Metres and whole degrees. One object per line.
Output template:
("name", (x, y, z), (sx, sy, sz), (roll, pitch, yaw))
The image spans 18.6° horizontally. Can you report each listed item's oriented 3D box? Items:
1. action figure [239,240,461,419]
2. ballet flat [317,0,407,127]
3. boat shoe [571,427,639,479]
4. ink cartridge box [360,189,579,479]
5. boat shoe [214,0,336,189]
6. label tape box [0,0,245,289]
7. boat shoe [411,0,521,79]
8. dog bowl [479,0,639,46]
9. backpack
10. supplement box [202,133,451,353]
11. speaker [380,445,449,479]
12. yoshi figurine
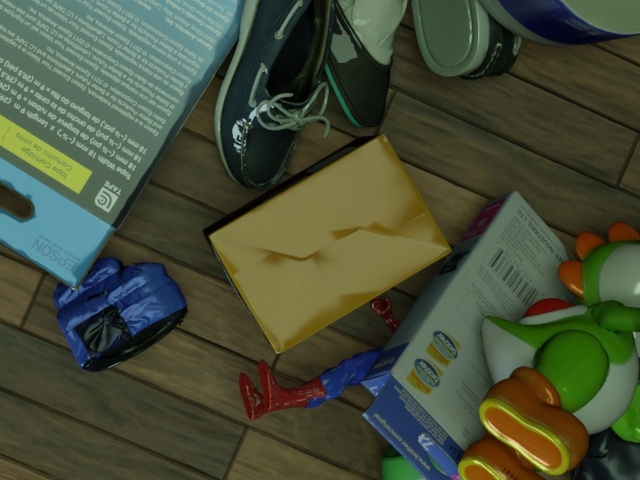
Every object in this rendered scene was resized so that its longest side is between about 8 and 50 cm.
("action figure", (0.056, 0.087, 1.936), (0.280, 0.091, 0.139), (-6, 79, -24))
("ballet flat", (0.021, -0.251, 1.924), (0.096, 0.095, 0.280), (-23, 95, 25))
("boat shoe", (0.319, 0.308, 1.965), (0.158, 0.127, 0.341), (12, 78, 0))
("ink cartridge box", (0.162, 0.121, 1.887), (0.186, 0.065, 0.311), (47, 54, -15))
("boat shoe", (-0.035, -0.151, 1.888), (0.095, 0.079, 0.255), (-9, 127, -38))
("label tape box", (-0.248, -0.156, 1.906), (0.240, 0.106, 0.334), (33, 89, -6))
("boat shoe", (0.141, -0.311, 1.946), (0.091, 0.114, 0.303), (-2, 92, -49))
("dog bowl", (0.256, -0.323, 1.889), (0.265, 0.104, 0.265), (1, 89, -35))
("backpack", (-0.197, 0.065, 1.922), (0.120, 0.098, 0.101), (-27, 90, -3))
("supplement box", (0.000, 0.000, 1.888), (0.191, 0.194, 0.129), (-31, 94, -3))
("speaker", (0.158, 0.336, 1.948), (0.131, 0.131, 0.297), (-20, 94, -4))
("yoshi figurine", (0.295, 0.122, 1.840), (0.362, 0.203, 0.203), (-45, 119, -38))
